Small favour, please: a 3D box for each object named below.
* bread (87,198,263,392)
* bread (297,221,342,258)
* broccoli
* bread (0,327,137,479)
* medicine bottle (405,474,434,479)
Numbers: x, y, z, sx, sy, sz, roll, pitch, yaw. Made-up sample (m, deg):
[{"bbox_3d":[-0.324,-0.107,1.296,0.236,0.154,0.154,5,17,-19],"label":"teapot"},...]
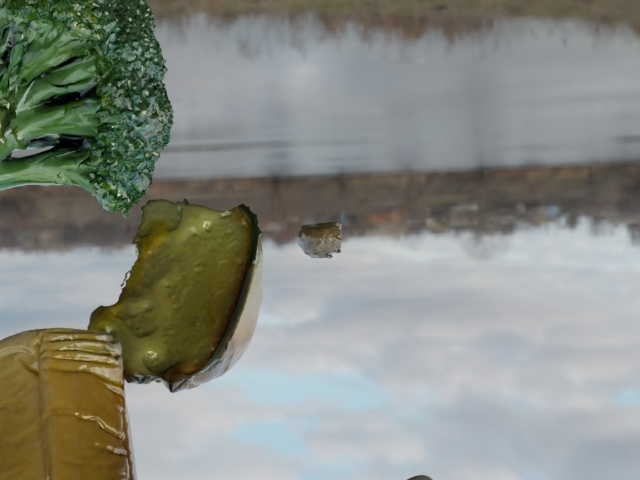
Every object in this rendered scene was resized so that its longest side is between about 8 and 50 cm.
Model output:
[{"bbox_3d":[-0.154,0.086,1.411,0.174,0.251,0.133,6,142,13],"label":"bread"},{"bbox_3d":[0.000,0.000,2.224,0.082,0.060,0.113,-6,-174,6],"label":"bread"},{"bbox_3d":[-0.260,-0.157,1.238,0.242,0.261,0.269,-39,147,-7],"label":"broccoli"},{"bbox_3d":[-0.251,0.223,1.176,0.153,0.288,0.119,-23,152,20],"label":"bread"},{"bbox_3d":[0.211,0.451,1.596,0.110,0.110,0.352,-6,-140,-43],"label":"medicine bottle"}]
